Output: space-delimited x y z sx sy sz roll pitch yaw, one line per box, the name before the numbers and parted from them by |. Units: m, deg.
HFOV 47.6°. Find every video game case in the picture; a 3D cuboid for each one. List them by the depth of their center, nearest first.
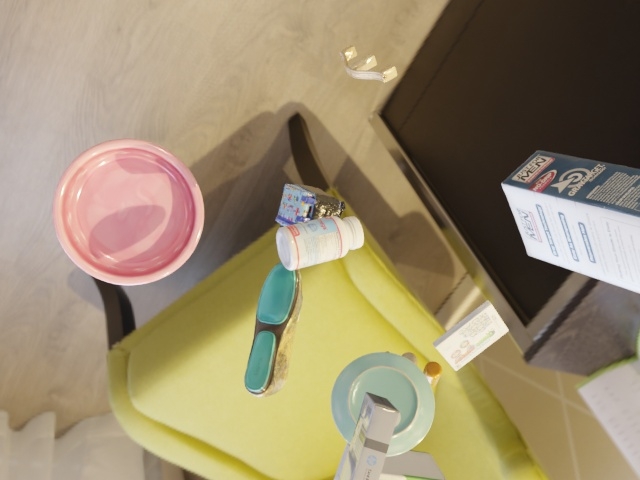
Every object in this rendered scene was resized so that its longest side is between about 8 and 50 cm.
video game case | 0.342 0.218 1.644 0.157 0.019 0.143 -38 138 4

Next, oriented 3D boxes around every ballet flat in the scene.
ballet flat | -0.107 0.225 1.843 0.123 0.123 0.348 19 78 -32

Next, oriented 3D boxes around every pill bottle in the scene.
pill bottle | 0.000 0.000 1.433 0.160 0.087 0.087 -14 132 -22

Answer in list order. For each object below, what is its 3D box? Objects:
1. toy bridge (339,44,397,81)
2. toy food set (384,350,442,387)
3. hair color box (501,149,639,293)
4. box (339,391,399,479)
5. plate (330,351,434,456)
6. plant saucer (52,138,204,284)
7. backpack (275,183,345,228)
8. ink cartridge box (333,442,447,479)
toy bridge | 0.091 -0.376 1.567 0.063 0.188 0.026 -32 129 -11
toy food set | 0.148 0.326 1.626 0.232 0.111 0.104 -25 150 -17
hair color box | 0.464 -0.022 1.129 0.105 0.347 0.174 -41 123 -18
box | 0.058 0.312 1.009 0.038 0.145 0.186 19 84 1
plate | 0.112 0.290 1.304 0.188 0.188 0.024 -17 158 -6
plant saucer | -0.434 -0.066 1.664 0.332 0.084 0.332 -1 97 -9
backpack | -0.036 -0.037 1.727 0.117 0.158 0.173 10 103 -28
ink cartridge box | 0.119 0.585 1.537 0.201 0.117 0.278 13 104 -18
